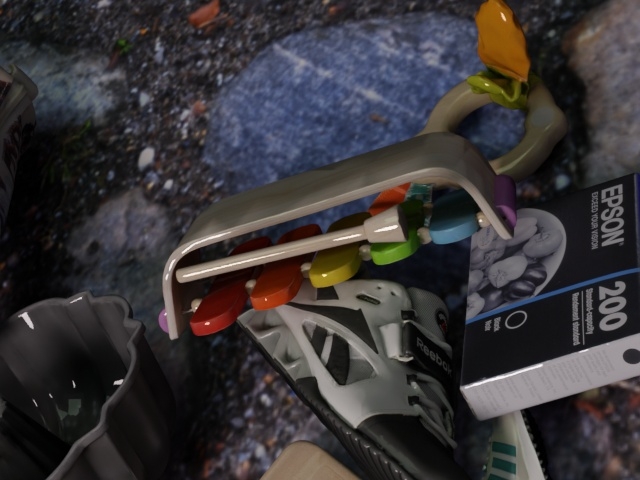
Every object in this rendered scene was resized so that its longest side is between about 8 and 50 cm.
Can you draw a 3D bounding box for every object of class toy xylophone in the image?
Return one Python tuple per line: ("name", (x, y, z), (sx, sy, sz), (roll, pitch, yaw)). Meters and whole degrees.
("toy xylophone", (0.000, 0.000, 1.232), (0.322, 0.081, 0.236), (-15, 16, 21))

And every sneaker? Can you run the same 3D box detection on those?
("sneaker", (0.057, 0.105, 1.203), (0.146, 0.122, 0.330), (-37, 39, -6))
("sneaker", (0.140, 0.183, 1.151), (0.075, 0.057, 0.161), (-24, 53, 11))

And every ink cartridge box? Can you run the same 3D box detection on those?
("ink cartridge box", (0.215, 0.033, 1.176), (0.208, 0.045, 0.206), (-18, 34, 22))

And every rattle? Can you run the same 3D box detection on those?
("rattle", (0.109, -0.096, 1.310), (0.199, 0.143, 0.130), (-29, 67, 5))

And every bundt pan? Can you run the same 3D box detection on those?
("bundt pan", (-0.265, 0.198, 1.317), (0.331, 0.124, 0.331), (-25, 30, 15))

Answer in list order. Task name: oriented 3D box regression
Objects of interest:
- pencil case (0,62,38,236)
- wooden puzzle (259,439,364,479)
("pencil case", (-0.384, -0.039, 1.500), (0.183, 0.160, 0.410), (-18, 33, 11))
("wooden puzzle", (0.000, 0.303, 1.178), (0.238, 0.044, 0.221), (33, 81, 38))
